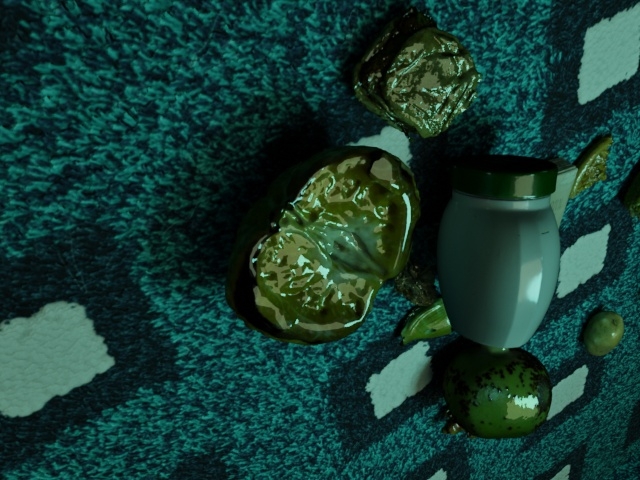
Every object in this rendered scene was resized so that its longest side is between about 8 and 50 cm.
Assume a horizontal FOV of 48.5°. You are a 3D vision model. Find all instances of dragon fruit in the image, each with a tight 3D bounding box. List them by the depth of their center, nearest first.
[{"bbox_3d":[0.430,0.488,2.000,0.208,0.150,0.133,-26,105,-13],"label":"dragon fruit"}]

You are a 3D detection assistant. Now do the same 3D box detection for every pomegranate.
[{"bbox_3d":[0.449,0.331,1.822,0.285,0.285,0.340,-9,100,-34],"label":"pomegranate"}]

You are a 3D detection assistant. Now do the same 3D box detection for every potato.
[{"bbox_3d":[0.887,0.294,2.233,0.110,0.118,0.178,1,143,1],"label":"potato"}]

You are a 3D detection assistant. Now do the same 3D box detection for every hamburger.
[{"bbox_3d":[0.156,-0.277,1.208,0.206,0.130,0.183,35,95,-29],"label":"hamburger"}]

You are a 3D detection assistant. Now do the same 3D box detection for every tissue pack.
[{"bbox_3d":[0.499,-0.028,1.696,0.170,0.071,0.325,-15,130,-28],"label":"tissue pack"}]

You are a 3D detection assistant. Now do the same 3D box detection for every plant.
[{"bbox_3d":[0.218,0.075,1.527,0.122,0.104,0.116,-40,134,-24],"label":"plant"}]

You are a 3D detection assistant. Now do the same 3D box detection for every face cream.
[{"bbox_3d":[0.355,0.015,1.442,0.220,0.312,0.356,-3,107,-10],"label":"face cream"}]

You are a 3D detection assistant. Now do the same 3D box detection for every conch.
[{"bbox_3d":[0.275,0.181,1.679,0.201,0.079,0.094,-16,111,-19],"label":"conch"}]

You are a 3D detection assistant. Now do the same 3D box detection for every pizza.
[{"bbox_3d":[0.669,-0.171,1.749,0.178,0.041,0.131,-51,140,4],"label":"pizza"}]

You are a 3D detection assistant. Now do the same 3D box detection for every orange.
[{"bbox_3d":[0.000,0.000,1.201,0.271,0.210,0.368,37,94,-25],"label":"orange"}]

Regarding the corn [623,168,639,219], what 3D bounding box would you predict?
[{"bbox_3d":[0.933,-0.205,1.874,0.131,0.131,0.344,22,107,-46],"label":"corn"}]
